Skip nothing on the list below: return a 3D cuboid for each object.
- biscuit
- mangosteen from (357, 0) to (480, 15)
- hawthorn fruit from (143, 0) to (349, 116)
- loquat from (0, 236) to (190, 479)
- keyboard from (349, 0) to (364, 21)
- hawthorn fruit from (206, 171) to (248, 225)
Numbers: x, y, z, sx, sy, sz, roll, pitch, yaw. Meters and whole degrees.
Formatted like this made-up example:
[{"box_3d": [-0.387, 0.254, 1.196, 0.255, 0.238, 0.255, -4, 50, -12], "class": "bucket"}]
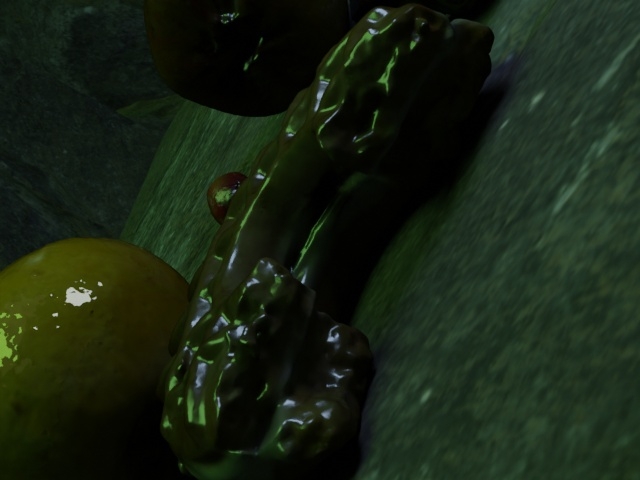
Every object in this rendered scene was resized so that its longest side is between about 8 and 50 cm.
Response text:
[{"box_3d": [-0.009, 0.011, 0.861, 0.366, 0.115, 0.268, -64, 12, -16], "class": "biscuit"}, {"box_3d": [0.080, -0.264, 1.000, 0.172, 0.172, 0.184, -85, 7, -61], "class": "mangosteen"}, {"box_3d": [-0.098, -0.314, 1.550, 0.268, 0.267, 0.301, -56, 14, 25], "class": "hawthorn fruit"}, {"box_3d": [-0.226, 0.124, 1.093, 0.275, 0.274, 0.275, -57, 13, 21], "class": "loquat"}, {"box_3d": [0.052, -0.429, 1.533, 0.101, 0.018, 0.310, 122, 151, -52], "class": "keyboard"}, {"box_3d": [-0.104, -0.047, 1.462, 0.077, 0.077, 0.077, -57, 13, 21], "class": "hawthorn fruit"}]
